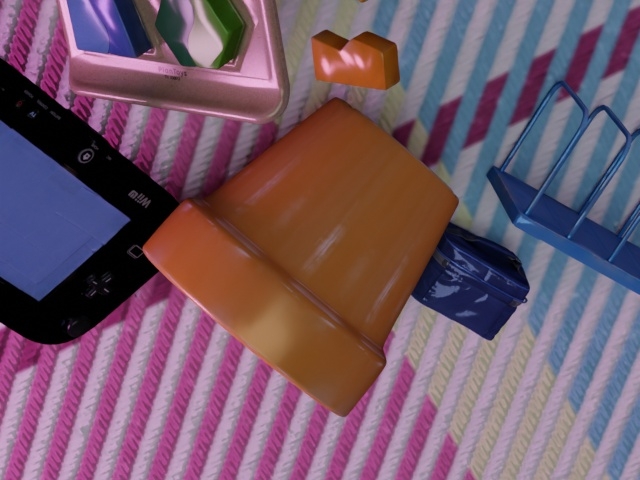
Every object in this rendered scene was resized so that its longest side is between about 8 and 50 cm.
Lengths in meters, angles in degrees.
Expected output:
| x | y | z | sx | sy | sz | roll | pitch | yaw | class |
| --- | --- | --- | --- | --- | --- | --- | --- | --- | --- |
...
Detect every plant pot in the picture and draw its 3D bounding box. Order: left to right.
| x | y | z | sx | sy | sz | roll | pitch | yaw | class |
| --- | --- | --- | --- | --- | --- | --- | --- | --- | --- |
| 0.000 | 0.000 | 1.494 | 0.205 | 0.205 | 0.188 | 40 | 90 | -18 | plant pot |

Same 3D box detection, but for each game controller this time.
| x | y | z | sx | sy | sz | roll | pitch | yaw | class |
| --- | --- | --- | --- | --- | --- | --- | --- | --- | --- |
| -0.231 | -0.028 | 1.455 | 0.166 | 0.067 | 0.319 | -34 | 143 | 12 | game controller |

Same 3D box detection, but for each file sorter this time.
| x | y | z | sx | sy | sz | roll | pitch | yaw | class |
| --- | --- | --- | --- | --- | --- | --- | --- | --- | --- |
| 0.238 | -0.034 | 1.527 | 0.170 | 0.118 | 0.104 | 29 | 106 | -15 | file sorter |

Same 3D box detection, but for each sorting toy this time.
| x | y | z | sx | sy | sz | roll | pitch | yaw | class |
| --- | --- | --- | --- | --- | --- | --- | --- | --- | --- |
| -0.088 | -0.194 | 1.378 | 0.307 | 0.041 | 0.229 | 11 | 120 | 34 | sorting toy |

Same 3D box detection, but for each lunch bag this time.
| x | y | z | sx | sy | sz | roll | pitch | yaw | class |
| --- | --- | --- | --- | --- | --- | --- | --- | --- | --- |
| 0.125 | 0.030 | 1.572 | 0.098 | 0.067 | 0.065 | 28 | 109 | -16 | lunch bag |
